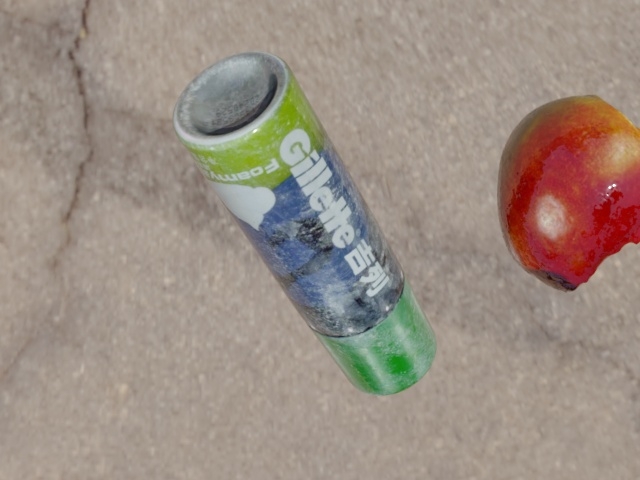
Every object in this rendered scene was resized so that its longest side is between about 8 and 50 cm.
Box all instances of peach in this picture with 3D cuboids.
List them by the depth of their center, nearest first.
[{"bbox_3d":[0.191,-0.038,0.995,0.118,0.151,0.151,-28,124,-20],"label":"peach"}]

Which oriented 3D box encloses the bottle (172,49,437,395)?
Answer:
[{"bbox_3d":[0.000,0.000,0.995,0.093,0.093,0.330,-23,135,9],"label":"bottle"}]
